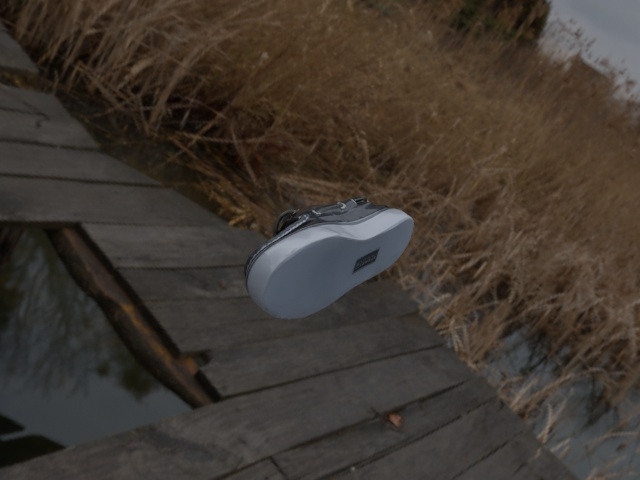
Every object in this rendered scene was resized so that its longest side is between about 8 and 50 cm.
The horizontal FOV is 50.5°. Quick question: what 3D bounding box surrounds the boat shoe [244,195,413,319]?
[{"bbox_3d":[0.000,0.000,0.586,0.076,0.080,0.228,31,30,25],"label":"boat shoe"}]
